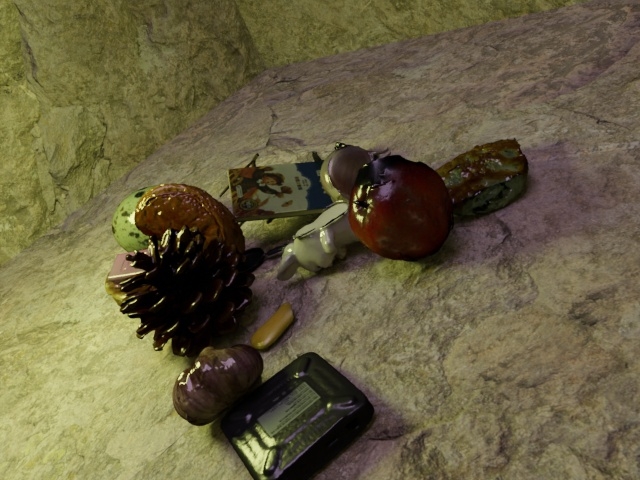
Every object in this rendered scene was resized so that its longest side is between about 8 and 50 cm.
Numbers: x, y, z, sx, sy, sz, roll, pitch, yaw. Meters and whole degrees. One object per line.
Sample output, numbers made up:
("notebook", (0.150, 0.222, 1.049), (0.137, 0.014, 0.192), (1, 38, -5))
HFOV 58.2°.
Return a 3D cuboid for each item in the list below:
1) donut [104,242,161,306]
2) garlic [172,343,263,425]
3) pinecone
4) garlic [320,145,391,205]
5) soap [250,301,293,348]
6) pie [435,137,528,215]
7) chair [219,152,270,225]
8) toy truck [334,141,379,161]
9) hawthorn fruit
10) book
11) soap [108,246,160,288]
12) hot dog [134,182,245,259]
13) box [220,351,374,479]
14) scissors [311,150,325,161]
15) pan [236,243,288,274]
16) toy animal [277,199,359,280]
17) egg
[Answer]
("donut", (-0.587, 0.134, 2.051), (0.329, 0.160, 0.330), (-12, 41, 10))
("garlic", (-0.249, 0.330, 1.384), (0.245, 0.161, 0.245), (-30, -14, -9))
("pinecone", (-0.411, 0.144, 1.698), (0.397, 0.398, 0.398), (-20, 30, 12))
("garlic", (0.129, -0.197, 1.905), (0.237, 0.210, 0.292), (5, 56, 25))
("soap", (-0.128, 0.242, 1.614), (0.089, 0.033, 0.168), (13, 48, 46))
("pie", (0.474, -0.192, 1.761), (0.354, 0.103, 0.288), (-27, 29, -1))
("chair", (-0.243, -0.206, 2.277), (0.166, 0.188, 0.272), (-6, 38, 31))
("toy truck", (0.135, -0.318, 2.228), (0.125, 0.101, 0.242), (3, 16, -26))
("hawthorn fruit", (0.220, -0.096, 1.597), (0.315, 0.316, 0.316), (-20, 30, 12))
("book", (-0.110, -0.185, 2.073), (0.427, 0.039, 0.300), (-7, 41, -10))
("soap", (-0.598, 0.090, 1.932), (0.203, 0.065, 0.122), (-10, 46, 13))
("hot dog", (-0.429, -0.050, 1.946), (0.387, 0.267, 0.174), (24, 57, -1))
("box", (-0.060, 0.392, 1.278), (0.290, 0.073, 0.289), (-36, 30, -16))
("scissors", (-0.009, -0.311, 2.243), (0.109, 0.022, 0.300), (-14, -7, 7))
("pan", (-0.210, 0.059, 1.977), (0.235, 0.028, 0.136), (-18, 31, 21))
("toy animal", (0.003, 0.001, 1.779), (0.325, 0.154, 0.208), (-23, 23, 16))
("egg", (-0.632, -0.076, 2.267), (0.379, 0.288, 0.288), (-14, 31, 15))
